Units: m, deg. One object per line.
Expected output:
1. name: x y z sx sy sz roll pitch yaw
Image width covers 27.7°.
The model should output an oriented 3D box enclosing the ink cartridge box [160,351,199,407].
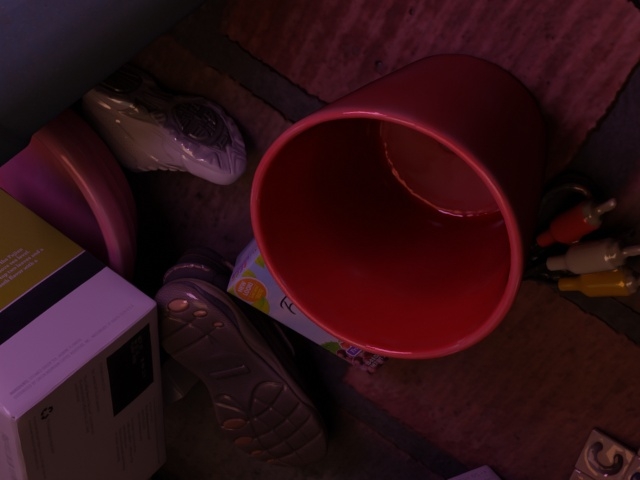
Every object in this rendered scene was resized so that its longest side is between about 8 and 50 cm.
1. ink cartridge box: -0.211 0.183 1.704 0.122 0.088 0.052 -31 101 37

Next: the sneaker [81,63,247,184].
1. sneaker: -0.185 -0.118 1.523 0.232 0.090 0.115 32 135 18

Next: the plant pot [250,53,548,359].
1. plant pot: 0.103 -0.057 1.301 0.275 0.243 0.275 13 124 20

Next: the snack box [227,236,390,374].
1. snack box: 0.027 0.040 1.472 0.207 0.070 0.174 32 128 -14

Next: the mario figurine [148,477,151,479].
1. mario figurine: -0.359 0.324 1.805 0.320 0.170 0.198 35 166 33

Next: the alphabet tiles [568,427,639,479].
1. alphabet tiles: 0.426 0.371 1.471 0.342 0.011 0.285 31 117 23

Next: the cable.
1. cable: 0.221 0.026 1.399 0.287 0.072 0.139 -25 99 36

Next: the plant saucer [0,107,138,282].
1. plant saucer: -0.343 -0.059 1.592 0.332 0.084 0.332 26 138 26

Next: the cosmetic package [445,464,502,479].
1. cosmetic package: 0.163 0.407 1.506 0.225 0.224 0.138 44 141 46

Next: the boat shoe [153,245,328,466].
1. boat shoe: -0.077 0.143 1.591 0.132 0.130 0.355 -9 132 23

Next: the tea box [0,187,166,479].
1. tea box: -0.375 0.152 1.554 0.323 0.220 0.329 34 144 25

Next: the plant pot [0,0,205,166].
1. plant pot: -0.310 -0.266 1.300 0.334 0.341 0.341 -31 104 4

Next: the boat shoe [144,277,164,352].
1. boat shoe: -0.213 0.108 1.673 0.073 0.080 0.223 46 134 -11
